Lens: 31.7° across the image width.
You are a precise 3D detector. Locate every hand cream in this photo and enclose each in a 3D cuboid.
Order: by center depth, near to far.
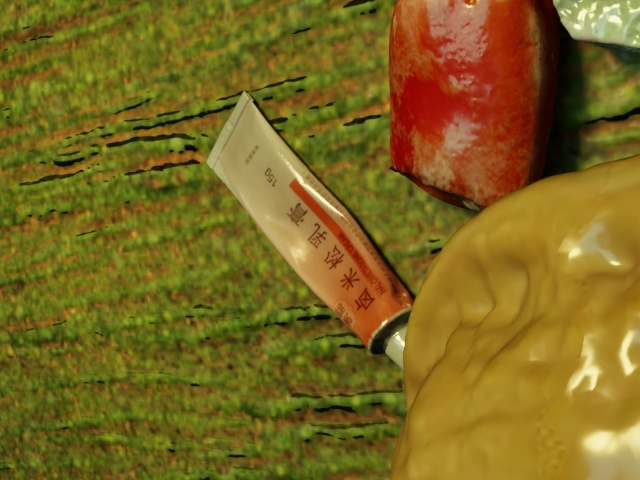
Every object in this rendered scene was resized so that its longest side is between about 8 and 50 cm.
[{"bbox_3d":[0.002,-0.001,0.679,0.052,0.038,0.216,-44,65,5],"label":"hand cream"}]

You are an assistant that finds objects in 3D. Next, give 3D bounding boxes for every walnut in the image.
[{"bbox_3d":[0.139,0.082,0.460,0.257,0.224,0.257,20,134,23],"label":"walnut"}]

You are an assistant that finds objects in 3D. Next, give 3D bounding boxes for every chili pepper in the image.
[{"bbox_3d":[0.078,-0.105,0.569,0.086,0.084,0.192,5,105,4],"label":"chili pepper"}]

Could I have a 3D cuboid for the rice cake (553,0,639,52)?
[{"bbox_3d":[0.202,-0.084,0.499,0.211,0.043,0.034,21,105,33],"label":"rice cake"}]
